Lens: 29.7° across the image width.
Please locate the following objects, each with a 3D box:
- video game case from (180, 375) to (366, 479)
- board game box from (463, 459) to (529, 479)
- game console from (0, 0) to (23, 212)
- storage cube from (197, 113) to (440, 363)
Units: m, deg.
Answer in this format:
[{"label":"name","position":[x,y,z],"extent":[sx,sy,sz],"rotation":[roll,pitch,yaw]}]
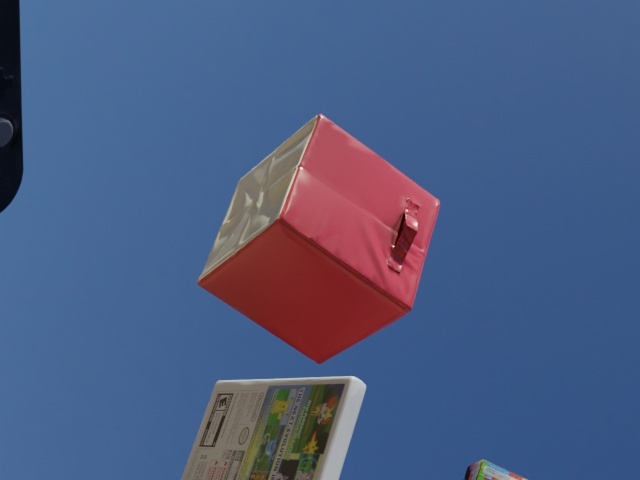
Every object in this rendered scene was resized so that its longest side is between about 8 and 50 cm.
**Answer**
[{"label":"video game case","position":[-0.093,0.343,1.642],"extent":[0.300,0.036,0.329],"rotation":[-9,-126,47]},{"label":"board game box","position":[0.187,0.290,1.046],"extent":[0.048,0.170,0.141],"rotation":[122,-8,-69]},{"label":"game console","position":[-0.525,-0.150,1.476],"extent":[0.060,0.386,0.342],"rotation":[25,-59,30]},{"label":"storage cube","position":[0.000,0.000,1.452],"extent":[0.215,0.193,0.184],"rotation":[-36,-154,46]}]
